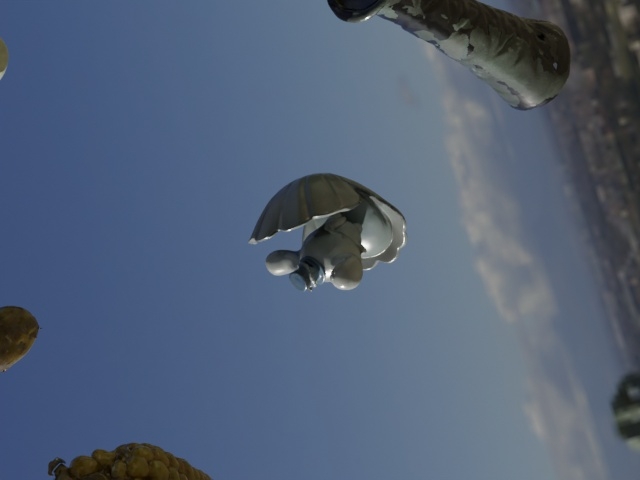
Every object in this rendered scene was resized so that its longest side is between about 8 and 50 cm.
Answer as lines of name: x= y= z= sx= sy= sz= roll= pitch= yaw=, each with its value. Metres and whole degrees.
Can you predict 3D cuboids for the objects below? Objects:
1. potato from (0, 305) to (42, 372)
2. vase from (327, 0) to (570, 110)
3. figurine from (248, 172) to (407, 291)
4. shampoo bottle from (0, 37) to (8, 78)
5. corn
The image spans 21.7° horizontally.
potato: x=-0.243 y=0.075 z=1.187 sx=0.045 sy=0.092 sz=0.046 roll=167 pitch=86 yaw=-77
vase: x=0.079 y=-0.129 z=0.991 sx=0.167 sy=0.059 sz=0.059 roll=20 pitch=-133 yaw=-44
figurine: x=0.000 y=0.000 z=1.042 sx=0.082 sy=0.094 sz=0.086 roll=60 pitch=-144 yaw=-13
shampoo bottle: x=-0.324 y=-0.142 z=1.439 sx=0.077 sy=0.152 sz=0.045 roll=45 pitch=-128 yaw=-9
corn: x=-0.083 y=0.227 z=1.222 sx=0.313 sy=0.102 sz=0.102 roll=42 pitch=-151 yaw=-54
